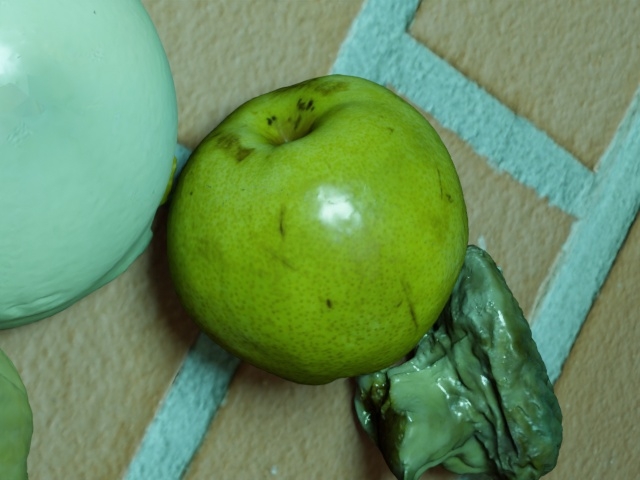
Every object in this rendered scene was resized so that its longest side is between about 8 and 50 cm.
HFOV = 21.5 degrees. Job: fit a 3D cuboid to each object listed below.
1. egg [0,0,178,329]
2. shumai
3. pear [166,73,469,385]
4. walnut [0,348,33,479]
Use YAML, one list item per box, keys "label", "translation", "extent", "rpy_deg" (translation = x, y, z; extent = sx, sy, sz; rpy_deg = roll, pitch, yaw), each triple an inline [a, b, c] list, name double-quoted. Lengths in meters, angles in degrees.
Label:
- label: "egg"
  translation: [-0.191, -0.060, 1.018]
  extent: [0.264, 0.174, 0.286]
  rpy_deg: [-34, 121, -20]
- label: "shumai"
  translation: [0.102, 0.112, 1.287]
  extent: [0.153, 0.161, 0.209]
  rpy_deg: [-25, 139, -4]
- label: "pear"
  translation: [0.000, 0.000, 1.146]
  extent: [0.209, 0.209, 0.209]
  rpy_deg: [-8, 105, -33]
- label: "walnut"
  translation: [-0.295, 0.136, 0.970]
  extent: [0.261, 0.225, 0.225]
  rpy_deg: [-11, 107, -22]
